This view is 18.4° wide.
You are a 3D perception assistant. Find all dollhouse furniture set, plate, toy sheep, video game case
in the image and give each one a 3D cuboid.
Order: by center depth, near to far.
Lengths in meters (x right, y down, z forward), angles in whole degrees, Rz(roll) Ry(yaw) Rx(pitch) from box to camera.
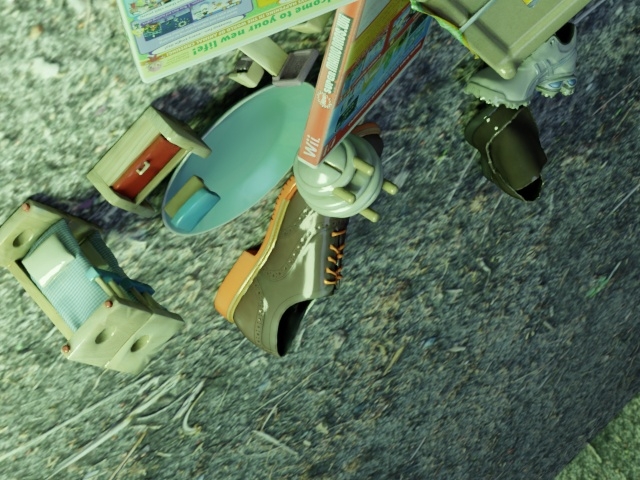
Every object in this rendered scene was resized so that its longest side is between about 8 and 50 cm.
[{"bbox_3d":[-0.056,-0.219,1.493,0.212,0.023,0.193,-23,149,-7],"label":"video game case"},{"bbox_3d":[-0.161,-0.003,1.653,0.183,0.129,0.129,-47,158,8],"label":"dollhouse furniture set"},{"bbox_3d":[-0.044,-0.199,1.675,0.081,0.091,0.114,37,72,-29],"label":"dollhouse furniture set"},{"bbox_3d":[0.064,-0.216,1.738,0.204,0.025,0.285,-50,165,-37],"label":"video game case"},{"bbox_3d":[0.200,-0.316,1.766,0.301,0.151,0.197,-41,144,11],"label":"dollhouse furniture set"},{"bbox_3d":[-0.077,-0.081,1.806,0.188,0.024,0.188,-36,157,-18],"label":"plate"},{"bbox_3d":[0.018,-0.063,1.860,0.091,0.091,0.132,-45,150,1],"label":"toy sheep"}]

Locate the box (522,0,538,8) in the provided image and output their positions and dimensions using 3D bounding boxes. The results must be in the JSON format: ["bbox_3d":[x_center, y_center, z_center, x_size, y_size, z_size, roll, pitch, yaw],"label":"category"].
[{"bbox_3d":[0.158,-0.319,1.590,0.159,0.044,0.233,-42,126,7],"label":"box"}]

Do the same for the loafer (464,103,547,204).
[{"bbox_3d":[0.222,-0.104,2.219,0.080,0.078,0.220,-44,159,-2],"label":"loafer"}]

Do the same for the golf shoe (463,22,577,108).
[{"bbox_3d":[0.214,-0.192,2.096,0.176,0.069,0.086,-22,129,-50],"label":"golf shoe"}]

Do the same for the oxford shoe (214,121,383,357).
[{"bbox_3d":[0.000,0.000,1.984,0.097,0.098,0.271,-14,143,-53],"label":"oxford shoe"}]
